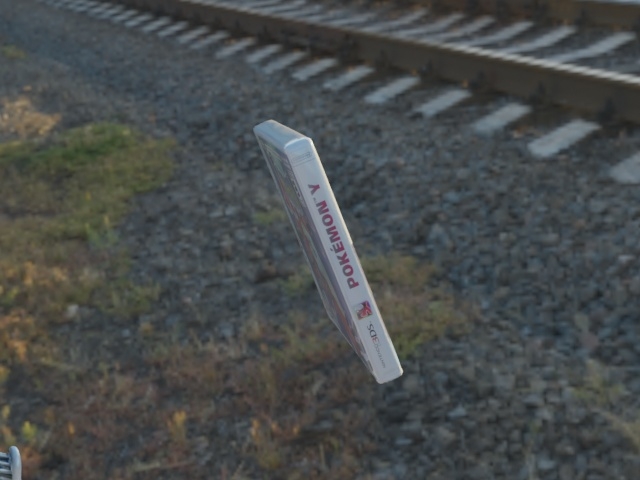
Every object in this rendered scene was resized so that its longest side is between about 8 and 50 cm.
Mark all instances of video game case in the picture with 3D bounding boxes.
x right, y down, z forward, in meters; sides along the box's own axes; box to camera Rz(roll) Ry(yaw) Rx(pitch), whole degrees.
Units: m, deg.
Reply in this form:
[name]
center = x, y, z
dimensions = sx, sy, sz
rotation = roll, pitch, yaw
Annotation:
[video game case]
center = 0.000, 0.000, 0.839
dimensions = 0.023, 0.183, 0.201
rotation = -23, 13, -6

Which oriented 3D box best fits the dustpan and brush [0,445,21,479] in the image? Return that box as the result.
[dustpan and brush]
center = -0.233, 0.213, 0.793
dimensions = 0.060, 0.211, 0.147
rotation = -6, 31, -26
